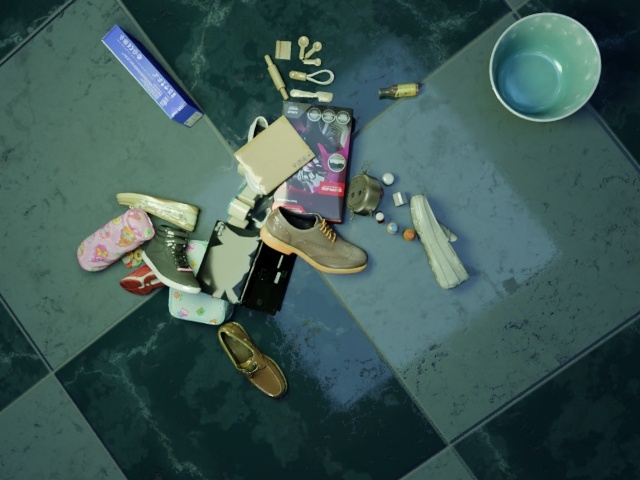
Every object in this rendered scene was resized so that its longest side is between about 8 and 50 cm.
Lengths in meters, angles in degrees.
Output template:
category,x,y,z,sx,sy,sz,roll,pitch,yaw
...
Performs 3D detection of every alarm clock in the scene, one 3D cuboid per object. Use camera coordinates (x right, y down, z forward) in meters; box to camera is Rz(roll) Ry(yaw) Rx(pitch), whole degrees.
category,x,y,z,sx,sy,sz,roll,pitch,yaw
alarm clock,0.133,-0.166,1.647,0.064,0.129,0.192,17,75,-33

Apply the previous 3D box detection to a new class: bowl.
category,x,y,z,sx,sy,sz,roll,pitch,yaw
bowl,0.654,-0.501,1.559,0.311,0.163,0.312,0,92,7

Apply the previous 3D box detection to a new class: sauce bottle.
category,x,y,z,sx,sy,sz,roll,pitch,yaw
sauce bottle,0.253,-0.484,1.669,0.128,0.042,0.042,-4,91,9

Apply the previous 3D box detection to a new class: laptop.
category,x,y,z,sx,sy,sz,roll,pitch,yaw
laptop,-0.237,0.092,1.672,0.136,0.264,0.235,14,83,43

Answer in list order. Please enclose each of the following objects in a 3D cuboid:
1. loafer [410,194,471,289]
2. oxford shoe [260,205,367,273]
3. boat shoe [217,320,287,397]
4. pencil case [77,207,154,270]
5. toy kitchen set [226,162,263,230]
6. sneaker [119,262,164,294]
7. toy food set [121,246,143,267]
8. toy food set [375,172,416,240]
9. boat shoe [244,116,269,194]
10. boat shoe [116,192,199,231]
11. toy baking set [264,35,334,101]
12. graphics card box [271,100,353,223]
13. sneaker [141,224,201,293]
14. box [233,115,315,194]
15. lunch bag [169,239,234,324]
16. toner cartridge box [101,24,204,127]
category,x,y,z,sx,sy,sz,roll,pitch,yaw
loafer,0.377,-0.003,1.635,0.111,0.112,0.320,-23,96,2
oxford shoe,0.000,0.000,1.615,0.363,0.130,0.133,19,130,-16
boat shoe,-0.236,0.408,1.712,0.110,0.104,0.307,-44,86,6
pencil case,-0.683,0.001,1.716,0.284,0.124,0.124,-29,87,26
toy kitchen set,-0.258,-0.140,1.728,0.122,0.166,0.207,30,58,5
sneaker,-0.586,0.106,1.774,0.221,0.128,0.087,-11,133,29
toy food set,-0.658,0.053,1.798,0.083,0.020,0.083,40,95,4
toy food set,0.227,-0.101,1.646,0.111,0.104,0.233,-16,89,7
boat shoe,-0.199,-0.278,1.661,0.095,0.084,0.258,-3,70,-15
boat shoe,-0.556,-0.101,1.741,0.284,0.104,0.090,12,90,6
toy baking set,-0.067,-0.560,1.711,0.196,0.030,0.257,-21,89,7
graphics card box,-0.026,-0.249,1.670,0.232,0.094,0.372,7,90,0
sneaker,-0.447,0.047,1.599,0.295,0.104,0.147,33,101,38
box,-0.143,-0.266,1.610,0.201,0.021,0.164,-38,90,0
lunch bag,-0.392,0.130,1.725,0.223,0.108,0.280,7,91,10
toner cartridge box,-0.547,-0.535,1.703,0.075,0.165,0.348,-42,86,6
